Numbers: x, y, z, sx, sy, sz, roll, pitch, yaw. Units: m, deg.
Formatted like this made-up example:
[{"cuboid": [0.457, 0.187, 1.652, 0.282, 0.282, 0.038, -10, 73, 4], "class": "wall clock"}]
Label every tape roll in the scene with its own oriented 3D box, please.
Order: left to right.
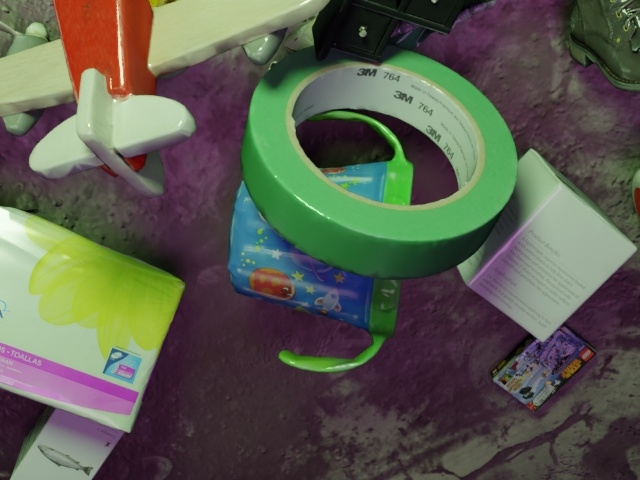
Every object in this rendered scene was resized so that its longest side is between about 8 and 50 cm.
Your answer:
[{"cuboid": [0.069, -0.103, 1.095, 0.321, 0.321, 0.077, 10, 141, -9], "class": "tape roll"}]

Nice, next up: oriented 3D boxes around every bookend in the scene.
[{"cuboid": [0.091, -0.275, 1.104, 0.156, 0.072, 0.157, 14, 132, -20], "class": "bookend"}]

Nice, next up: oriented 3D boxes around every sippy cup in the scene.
[{"cuboid": [0.000, 0.000, 1.220, 0.224, 0.305, 0.240, 7, 148, 4], "class": "sippy cup"}]

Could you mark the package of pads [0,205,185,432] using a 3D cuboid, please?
[{"cuboid": [-0.353, 0.101, 1.241, 0.297, 0.101, 0.229, 22, 76, -13], "class": "package of pads"}]

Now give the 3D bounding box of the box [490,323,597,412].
[{"cuboid": [0.342, 0.188, 1.419, 0.094, 0.027, 0.137, 38, 105, -16], "class": "box"}]

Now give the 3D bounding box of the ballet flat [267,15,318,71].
[{"cuboid": [-0.034, -0.232, 1.200, 0.052, 0.057, 0.168, 27, 108, -4], "class": "ballet flat"}]

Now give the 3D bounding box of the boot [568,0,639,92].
[{"cuboid": [0.356, -0.309, 1.096, 0.091, 0.263, 0.229, -23, 121, -13], "class": "boot"}]

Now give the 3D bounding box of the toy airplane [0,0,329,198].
[{"cuboid": [-0.217, -0.231, 1.069, 0.386, 0.272, 0.384, 33, 95, 17], "class": "toy airplane"}]

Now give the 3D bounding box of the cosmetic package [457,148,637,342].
[{"cuboid": [0.297, 0.005, 1.271, 0.151, 0.151, 0.183, 37, 106, -18], "class": "cosmetic package"}]

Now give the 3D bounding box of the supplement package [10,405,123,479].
[{"cuboid": [-0.360, 0.281, 1.362, 0.105, 0.105, 0.179, 30, 108, -16], "class": "supplement package"}]

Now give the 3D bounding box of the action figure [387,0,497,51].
[{"cuboid": [0.145, -0.306, 1.176, 0.232, 0.063, 0.137, -21, 125, 9], "class": "action figure"}]

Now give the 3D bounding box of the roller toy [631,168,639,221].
[{"cuboid": [0.514, -0.029, 1.250, 0.146, 0.209, 0.191, -24, 133, 7], "class": "roller toy"}]
